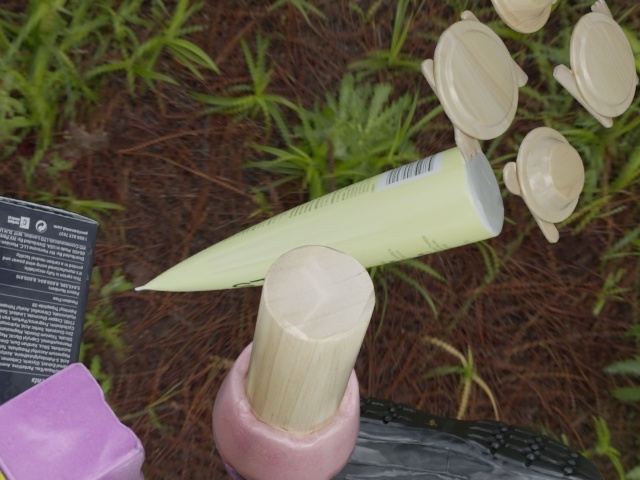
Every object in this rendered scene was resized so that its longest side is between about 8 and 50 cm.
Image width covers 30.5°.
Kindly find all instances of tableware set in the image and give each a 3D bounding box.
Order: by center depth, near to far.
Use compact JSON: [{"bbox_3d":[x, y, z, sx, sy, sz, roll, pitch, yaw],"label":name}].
[{"bbox_3d":[0.123,-0.093,0.664,0.141,0.020,0.169,46,56,-26],"label":"tableware set"}]

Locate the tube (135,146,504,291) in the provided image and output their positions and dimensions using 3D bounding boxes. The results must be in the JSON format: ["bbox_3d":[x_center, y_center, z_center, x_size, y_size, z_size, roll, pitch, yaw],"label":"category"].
[{"bbox_3d":[0.000,0.000,0.775,0.240,0.062,0.070,-16,135,24],"label":"tube"}]

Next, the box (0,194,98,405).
[{"bbox_3d":[-0.278,0.076,0.958,0.153,0.108,0.207,-4,76,46],"label":"box"}]

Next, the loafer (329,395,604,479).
[{"bbox_3d":[0.101,0.177,0.896,0.223,0.076,0.078,9,105,18],"label":"loafer"}]

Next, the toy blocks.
[{"bbox_3d":[-0.061,0.213,0.445,0.309,0.260,0.288,-26,66,-23],"label":"toy blocks"}]
